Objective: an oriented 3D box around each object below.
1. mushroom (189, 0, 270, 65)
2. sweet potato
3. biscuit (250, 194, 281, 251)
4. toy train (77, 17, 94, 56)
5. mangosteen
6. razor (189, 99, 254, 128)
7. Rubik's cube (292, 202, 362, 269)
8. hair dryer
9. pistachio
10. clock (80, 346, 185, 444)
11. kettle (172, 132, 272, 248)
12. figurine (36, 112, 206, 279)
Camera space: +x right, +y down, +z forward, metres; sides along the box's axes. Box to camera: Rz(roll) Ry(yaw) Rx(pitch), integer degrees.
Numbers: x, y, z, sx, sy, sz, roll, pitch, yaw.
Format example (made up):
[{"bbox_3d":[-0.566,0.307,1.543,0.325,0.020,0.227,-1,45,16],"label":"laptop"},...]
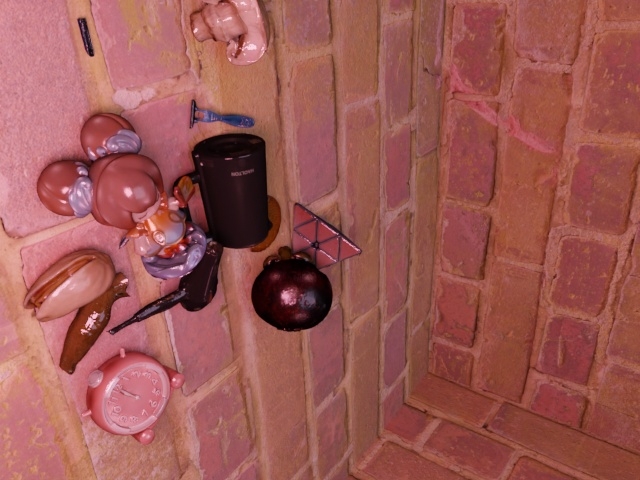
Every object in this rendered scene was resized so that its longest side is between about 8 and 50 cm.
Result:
[{"bbox_3d":[-0.245,-0.617,1.508,0.189,0.195,0.253,-89,162,-51],"label":"mushroom"},{"bbox_3d":[-0.576,0.209,1.407,0.285,0.085,0.112,-67,157,-12],"label":"sweet potato"},{"bbox_3d":[-0.189,-0.051,1.947,0.126,0.025,0.206,23,85,-57],"label":"biscuit"},{"bbox_3d":[-0.533,-0.460,1.254,0.017,0.017,0.083,-34,129,-43],"label":"toy train"},{"bbox_3d":[-0.094,0.180,1.953,0.297,0.297,0.293,41,71,-55],"label":"mangosteen"},{"bbox_3d":[-0.288,-0.362,1.650,0.253,0.042,0.081,-8,108,-57],"label":"razor"},{"bbox_3d":[0.001,0.001,2.148,0.229,0.228,0.233,-3,65,-19],"label":"Rubik's cube"},{"bbox_3d":[-0.421,0.157,1.523,0.359,0.120,0.303,-31,165,-39],"label":"hair dryer"},{"bbox_3d":[-0.589,0.104,1.311,0.223,0.126,0.152,-42,171,-40],"label":"pistachio"},{"bbox_3d":[-0.537,0.415,1.523,0.241,0.142,0.227,43,66,-44],"label":"clock"},{"bbox_3d":[-0.271,-0.131,1.632,0.262,0.203,0.307,-39,136,-46],"label":"kettle"},{"bbox_3d":[-0.456,-0.094,1.357,0.276,0.248,0.388,-62,155,-24],"label":"figurine"}]
